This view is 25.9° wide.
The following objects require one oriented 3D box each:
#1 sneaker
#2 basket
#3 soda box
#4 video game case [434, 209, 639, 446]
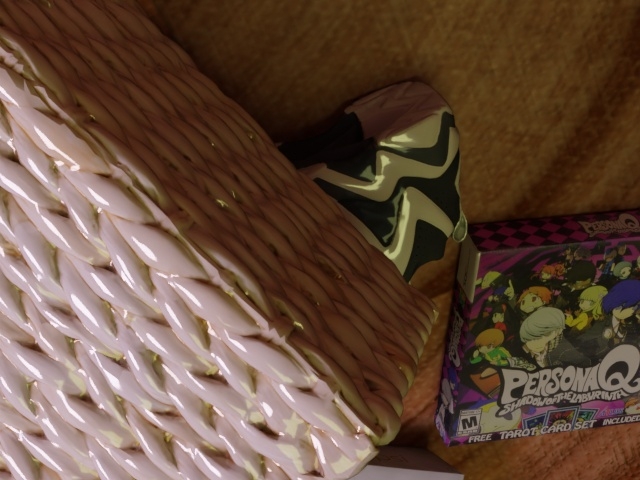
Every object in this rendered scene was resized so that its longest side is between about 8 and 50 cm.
[{"bbox_3d":[0.000,0.000,0.988,0.235,0.094,0.153,-27,122,-8],"label":"sneaker"},{"bbox_3d":[-0.143,0.043,0.772,0.331,0.328,0.266,45,102,0],"label":"basket"},{"bbox_3d":[0.005,0.204,1.152,0.216,0.074,0.069,9,97,-24],"label":"soda box"},{"bbox_3d":[0.218,0.071,1.146,0.232,0.042,0.210,-5,127,-13],"label":"video game case"}]
